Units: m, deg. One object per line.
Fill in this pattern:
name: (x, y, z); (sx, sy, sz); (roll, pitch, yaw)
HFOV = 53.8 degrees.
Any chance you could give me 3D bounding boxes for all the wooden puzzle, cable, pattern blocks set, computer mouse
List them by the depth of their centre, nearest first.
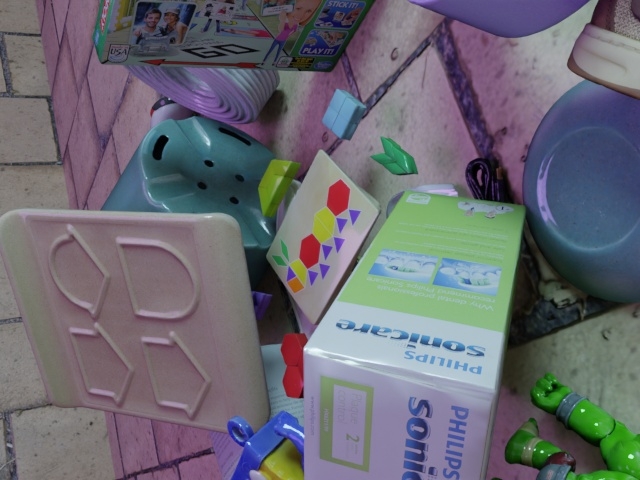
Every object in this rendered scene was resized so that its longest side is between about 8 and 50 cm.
computer mouse: (0.125, -0.026, 0.693); (0.193, 0.042, 0.106); (-6, 91, 59)
pattern blocks set: (0.000, 0.000, 0.763); (0.325, 0.026, 0.286); (-55, 48, 32)
wooden puzzle: (-0.245, 0.103, 0.870); (0.347, 0.080, 0.322); (1, 114, 18)
cable: (-0.193, -0.275, 0.977); (0.257, 0.257, 0.089); (17, 76, 42)

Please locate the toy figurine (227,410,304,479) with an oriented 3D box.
toy figurine: (-0.018, 0.281, 0.757); (0.217, 0.191, 0.363); (34, 137, 11)

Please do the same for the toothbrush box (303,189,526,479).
toothbrush box: (0.088, 0.106, 0.519); (0.122, 0.283, 0.206); (9, 118, 16)

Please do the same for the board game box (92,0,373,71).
board game box: (-0.081, -0.286, 0.723); (0.213, 0.317, 0.046); (-49, 56, 51)

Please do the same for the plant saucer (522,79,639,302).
plant saucer: (0.232, -0.043, 0.520); (0.195, 0.037, 0.195); (16, 109, 56)

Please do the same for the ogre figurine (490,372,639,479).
ogre figurine: (0.201, 0.212, 0.513); (0.118, 0.197, 0.097); (10, 126, 40)

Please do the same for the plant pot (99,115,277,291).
plant pot: (-0.220, 0.004, 1.026); (0.334, 0.341, 0.341); (-49, 54, 40)

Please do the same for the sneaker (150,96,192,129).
sneaker: (-0.319, -0.185, 1.357); (0.270, 0.090, 0.145); (-43, 60, 57)

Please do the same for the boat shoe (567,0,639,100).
boat shoe: (0.294, -0.104, 0.335); (0.342, 0.123, 0.123); (45, 129, 49)

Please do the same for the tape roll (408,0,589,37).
tape roll: (0.157, -0.302, 0.473); (0.274, 0.090, 0.275); (-168, 90, -68)

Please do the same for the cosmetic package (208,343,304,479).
cosmetic package: (-0.080, 0.277, 0.977); (0.184, 0.151, 0.151); (65, 144, 30)

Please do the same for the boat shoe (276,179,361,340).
boat shoe: (0.011, 0.061, 0.849); (0.109, 0.091, 0.305); (-43, 56, 58)
